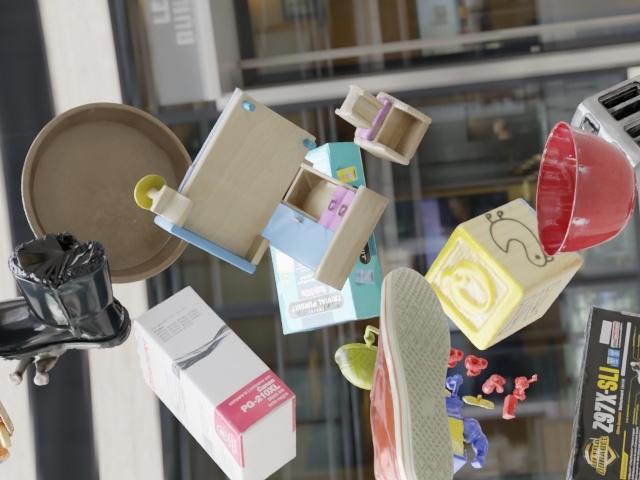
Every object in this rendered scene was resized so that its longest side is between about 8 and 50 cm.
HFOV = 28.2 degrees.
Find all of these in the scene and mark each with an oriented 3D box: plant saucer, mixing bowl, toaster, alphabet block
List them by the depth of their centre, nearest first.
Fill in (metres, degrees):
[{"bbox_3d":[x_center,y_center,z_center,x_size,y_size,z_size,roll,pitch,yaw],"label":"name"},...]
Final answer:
[{"bbox_3d":[0.357,-0.063,1.690,0.181,0.098,0.181,-175,90,-84],"label":"mixing bowl"},{"bbox_3d":[-0.315,-0.070,1.912,0.041,0.278,0.277,-21,71,59],"label":"plant saucer"},{"bbox_3d":[0.561,-0.187,2.264,0.168,0.186,0.110,57,161,28],"label":"toaster"},{"bbox_3d":[0.350,0.064,2.475,0.197,0.192,0.193,-24,-29,-41],"label":"alphabet block"}]

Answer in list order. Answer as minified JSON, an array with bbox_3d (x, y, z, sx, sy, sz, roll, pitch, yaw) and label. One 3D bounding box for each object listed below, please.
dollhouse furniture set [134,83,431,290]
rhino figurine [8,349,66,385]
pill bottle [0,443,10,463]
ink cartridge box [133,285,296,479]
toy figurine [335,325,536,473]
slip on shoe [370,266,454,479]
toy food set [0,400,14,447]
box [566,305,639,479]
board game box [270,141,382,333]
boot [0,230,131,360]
[{"bbox_3d":[-0.076,-0.117,1.643,0.303,0.198,0.286,27,-88,-38],"label":"dollhouse furniture set"},{"bbox_3d":[-0.438,0.141,2.141,0.243,0.073,0.106,-52,15,26],"label":"rhino figurine"},{"bbox_3d":[-0.525,0.215,1.765,0.245,0.130,0.130,58,-175,9],"label":"pill bottle"},{"bbox_3d":[-0.144,0.203,1.754,0.237,0.100,0.172,43,153,27],"label":"ink cartridge box"},{"bbox_3d":[0.197,0.322,2.302,0.191,0.363,0.217,130,154,-59],"label":"toy figurine"},{"bbox_3d":[0.113,0.194,1.757,0.123,0.101,0.331,16,-118,-38],"label":"slip on shoe"},{"bbox_3d":[-0.358,0.180,1.384,0.082,0.020,0.083,42,154,42],"label":"toy food set"},{"bbox_3d":[0.505,0.261,1.876,0.079,0.257,0.322,89,-167,-49],"label":"box"},{"bbox_3d":[0.000,0.000,2.494,0.254,0.079,0.336,-17,81,54],"label":"board game box"},{"bbox_3d":[-0.394,0.073,1.753,0.207,0.247,0.094,79,-170,-54],"label":"boot"}]
